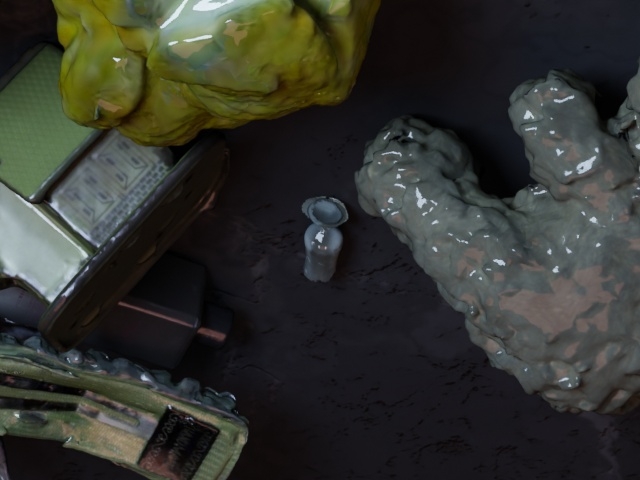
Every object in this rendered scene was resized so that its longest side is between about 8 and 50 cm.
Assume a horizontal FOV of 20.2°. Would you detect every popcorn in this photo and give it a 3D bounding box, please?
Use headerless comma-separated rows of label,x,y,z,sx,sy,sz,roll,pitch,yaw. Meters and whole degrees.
popcorn,-0.080,-0.183,1.299,0.276,0.225,0.276,33,141,32

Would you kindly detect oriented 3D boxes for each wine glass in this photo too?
wine glass,0.000,0.000,1.608,0.042,0.039,0.083,4,139,-4

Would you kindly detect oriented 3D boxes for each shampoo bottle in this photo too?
shampoo bottle,-0.199,0.046,1.636,0.246,0.079,0.080,18,134,-14

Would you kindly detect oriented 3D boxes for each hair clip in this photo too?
hair clip,-0.228,0.140,1.641,0.321,0.091,0.138,16,124,-18

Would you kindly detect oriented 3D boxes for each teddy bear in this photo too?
teddy bear,0.265,-0.024,1.484,0.367,0.224,0.357,-37,122,15

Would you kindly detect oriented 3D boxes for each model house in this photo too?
model house,-0.243,-0.080,1.492,0.278,0.218,0.205,42,169,4

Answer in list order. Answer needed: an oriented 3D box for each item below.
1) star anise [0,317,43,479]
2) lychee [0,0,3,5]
star anise,-0.365,0.130,1.714,0.223,0.109,0.236,-45,115,9
lychee,-0.331,-0.233,1.236,0.255,0.274,0.255,-11,138,-10
